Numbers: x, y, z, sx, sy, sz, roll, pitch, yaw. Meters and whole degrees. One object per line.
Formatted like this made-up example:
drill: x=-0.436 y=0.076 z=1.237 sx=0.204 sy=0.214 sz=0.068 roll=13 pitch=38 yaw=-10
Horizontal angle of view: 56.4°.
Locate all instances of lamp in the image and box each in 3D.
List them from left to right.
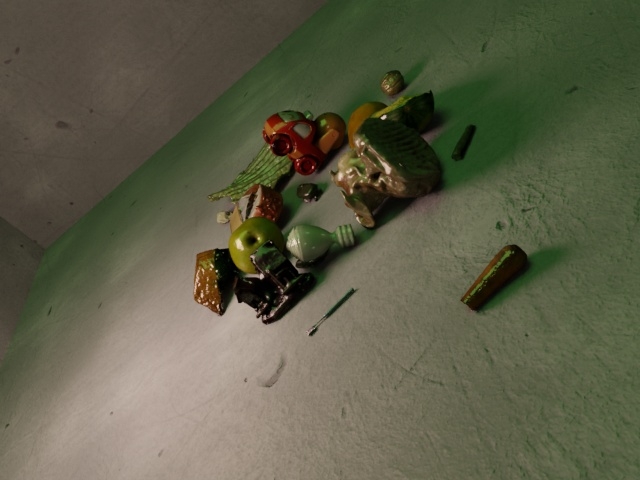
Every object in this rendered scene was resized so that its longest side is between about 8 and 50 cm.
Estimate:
lamp: x=0.000 y=0.000 z=1.661 sx=0.192 sy=0.106 sz=0.106 roll=-10 pitch=36 yaw=3

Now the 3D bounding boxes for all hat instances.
hat: x=-0.037 y=0.032 z=1.747 sx=0.121 sy=0.050 sz=0.121 roll=-32 pitch=33 yaw=24

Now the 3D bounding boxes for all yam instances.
yam: x=0.392 y=-0.274 z=1.636 sx=0.033 sy=0.027 sz=0.129 roll=-5 pitch=47 yaw=46

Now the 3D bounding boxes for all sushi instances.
sushi: x=-0.340 y=0.104 z=1.948 sx=0.287 sy=0.140 sz=0.149 roll=-103 pitch=26 yaw=-56

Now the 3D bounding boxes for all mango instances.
mango: x=0.155 y=-0.366 z=1.958 sx=0.147 sy=0.109 sz=0.227 roll=8 pitch=54 yaw=25

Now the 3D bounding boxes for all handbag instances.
handbag: x=-0.045 y=-0.165 z=2.003 sx=0.111 sy=0.047 sz=0.072 roll=10 pitch=65 yaw=55

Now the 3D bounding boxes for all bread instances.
bread: x=-0.216 y=-0.086 z=2.038 sx=0.212 sy=0.142 sz=0.224 roll=-52 pitch=28 yaw=16

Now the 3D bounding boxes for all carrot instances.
carrot: x=0.355 y=0.076 z=1.223 sx=0.161 sy=0.055 sz=0.055 roll=-48 pitch=29 yaw=7

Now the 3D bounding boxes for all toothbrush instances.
toothbrush: x=0.026 y=0.182 z=1.523 sx=0.167 sy=0.011 sz=0.014 roll=-44 pitch=35 yaw=0

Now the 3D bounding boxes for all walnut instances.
walnut: x=0.253 y=-0.556 z=2.105 sx=0.092 sy=0.092 sz=0.092 roll=-30 pitch=33 yaw=22

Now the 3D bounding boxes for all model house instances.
model house: x=-0.148 y=0.114 z=1.670 sx=0.203 sy=0.164 sz=0.141 roll=-48 pitch=25 yaw=-3

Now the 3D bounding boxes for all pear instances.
pear: x=-0.203 y=0.019 z=1.876 sx=0.180 sy=0.166 sz=0.216 roll=-64 pitch=4 yaw=-11

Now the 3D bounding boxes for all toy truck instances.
toy truck: x=-0.052 y=-0.376 z=2.081 sx=0.239 sy=0.264 sz=0.189 roll=-50 pitch=30 yaw=11

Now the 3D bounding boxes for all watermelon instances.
watermelon: x=0.255 y=-0.370 z=1.815 sx=0.204 sy=0.127 sz=0.232 roll=-29 pitch=10 yaw=-11

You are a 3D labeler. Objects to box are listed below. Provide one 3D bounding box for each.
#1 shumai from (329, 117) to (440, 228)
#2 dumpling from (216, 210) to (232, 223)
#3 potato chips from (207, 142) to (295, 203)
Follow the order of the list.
shumai: x=0.172 y=-0.176 z=1.657 sx=0.262 sy=0.267 sz=0.314 roll=-57 pitch=-2 yaw=35
dumpling: x=-0.374 y=-0.089 z=2.321 sx=0.076 sy=0.057 sz=0.052 roll=159 pitch=111 yaw=-74
potato chips: x=-0.255 y=-0.266 z=2.318 sx=0.373 sy=0.097 sz=0.389 roll=6 pitch=50 yaw=53
